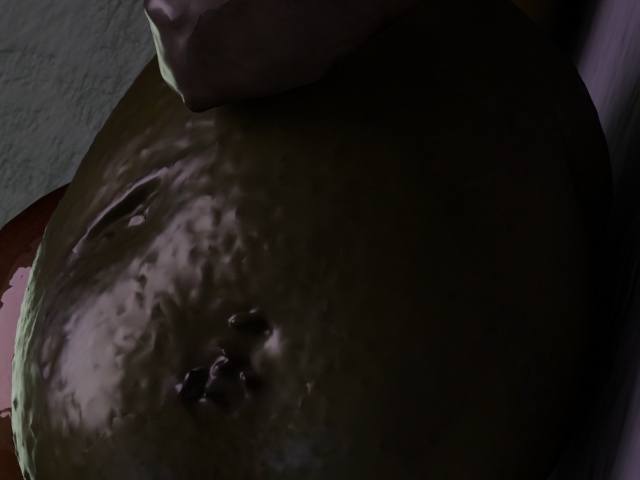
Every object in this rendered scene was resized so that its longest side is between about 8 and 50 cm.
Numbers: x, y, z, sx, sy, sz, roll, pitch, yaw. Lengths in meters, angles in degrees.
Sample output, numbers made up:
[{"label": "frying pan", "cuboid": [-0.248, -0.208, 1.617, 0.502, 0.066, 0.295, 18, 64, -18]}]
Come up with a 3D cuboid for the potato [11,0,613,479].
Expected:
[{"label": "potato", "cuboid": [0.000, 0.000, 0.594, 0.251, 0.174, 0.159, -74, -26, -52]}]

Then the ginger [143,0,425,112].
[{"label": "ginger", "cuboid": [0.068, -0.178, 0.551, 0.080, 0.166, 0.333, 55, -135, -39]}]

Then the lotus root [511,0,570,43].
[{"label": "lotus root", "cuboid": [0.034, -0.146, 0.919, 0.151, 0.169, 0.342, -32, 10, 8]}]

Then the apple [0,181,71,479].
[{"label": "apple", "cuboid": [-0.067, 0.087, 0.944, 0.253, 0.254, 0.253, -164, 90, -88]}]
